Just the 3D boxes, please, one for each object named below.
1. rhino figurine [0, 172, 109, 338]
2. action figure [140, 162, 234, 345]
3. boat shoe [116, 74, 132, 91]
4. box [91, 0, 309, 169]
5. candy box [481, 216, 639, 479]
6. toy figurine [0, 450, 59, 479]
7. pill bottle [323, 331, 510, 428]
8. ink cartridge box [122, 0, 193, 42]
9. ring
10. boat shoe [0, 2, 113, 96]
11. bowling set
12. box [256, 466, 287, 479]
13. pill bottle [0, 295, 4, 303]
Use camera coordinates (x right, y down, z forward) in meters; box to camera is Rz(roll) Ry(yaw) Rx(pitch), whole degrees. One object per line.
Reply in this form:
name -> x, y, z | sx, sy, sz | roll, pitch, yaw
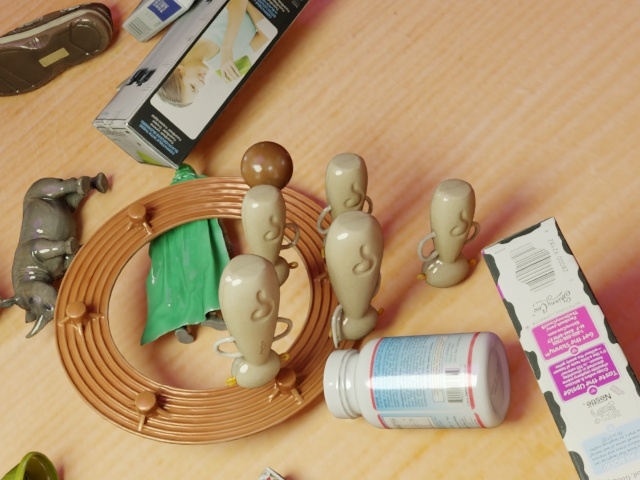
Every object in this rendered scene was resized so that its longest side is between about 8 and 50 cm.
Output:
rhino figurine -> -0.346, 0.016, 1.184 | 0.106, 0.073, 0.243 | -8, 58, 19
action figure -> -0.152, 0.003, 1.090 | 0.137, 0.063, 0.232 | -19, 57, 18
boat shoe -> -0.222, -0.236, 1.302 | 0.133, 0.042, 0.049 | -36, 25, 2
box -> -0.155, -0.231, 1.192 | 0.290, 0.087, 0.169 | -54, 26, -12
candy box -> 0.220, 0.118, 0.751 | 0.071, 0.159, 0.233 | -27, 50, 12
toy figurine -> -0.381, 0.390, 0.894 | 0.217, 0.191, 0.362 | -26, 50, 18
pill bottle -> 0.088, 0.131, 0.861 | 0.160, 0.087, 0.087 | -6, 58, 26
ink cartridge box -> -0.174, -0.393, 1.304 | 0.224, 0.045, 0.223 | -56, 21, -16
ring -> -0.121, 0.056, 0.987 | 0.337, 0.032, 0.336 | -2, 55, 3
boat shoe -> -0.432, -0.298, 1.434 | 0.258, 0.095, 0.095 | -14, 40, 13
bowling set -> 0.000, 0.000, 0.927 | 0.287, 0.154, 0.200 | -18, 45, -18
box -> -0.067, 0.327, 0.852 | 0.114, 0.036, 0.207 | 28, 76, 38
pill bottle -> -0.514, 0.132, 1.161 | 0.131, 0.131, 0.229 | 33, 79, 39
